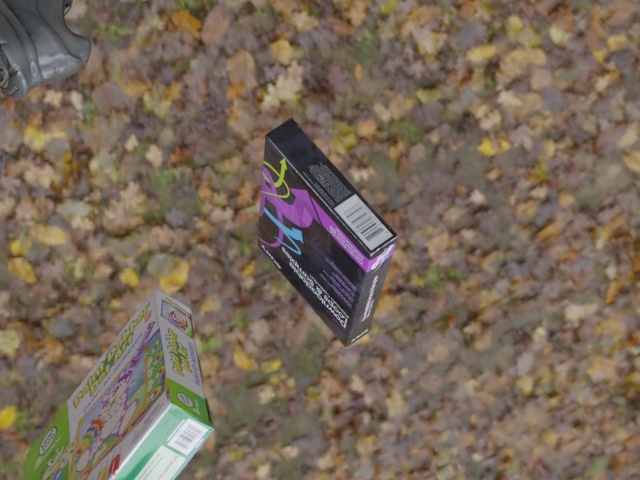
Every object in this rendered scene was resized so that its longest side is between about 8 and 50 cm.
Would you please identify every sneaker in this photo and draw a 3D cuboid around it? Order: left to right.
[{"bbox_3d":[-0.377,-0.308,1.366,0.130,0.286,0.109,-22,170,-28],"label":"sneaker"}]

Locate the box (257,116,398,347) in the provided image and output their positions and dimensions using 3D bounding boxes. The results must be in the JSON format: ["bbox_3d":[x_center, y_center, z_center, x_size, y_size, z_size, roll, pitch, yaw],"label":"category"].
[{"bbox_3d":[0.000,0.000,0.812,0.029,0.116,0.162,-34,160,-19],"label":"box"}]

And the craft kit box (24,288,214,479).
[{"bbox_3d":[-0.209,0.202,1.115,0.061,0.247,0.250,35,101,-20],"label":"craft kit box"}]

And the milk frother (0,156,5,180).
[{"bbox_3d":[-0.380,-0.032,1.057,0.134,0.143,0.129,16,83,-12],"label":"milk frother"}]
